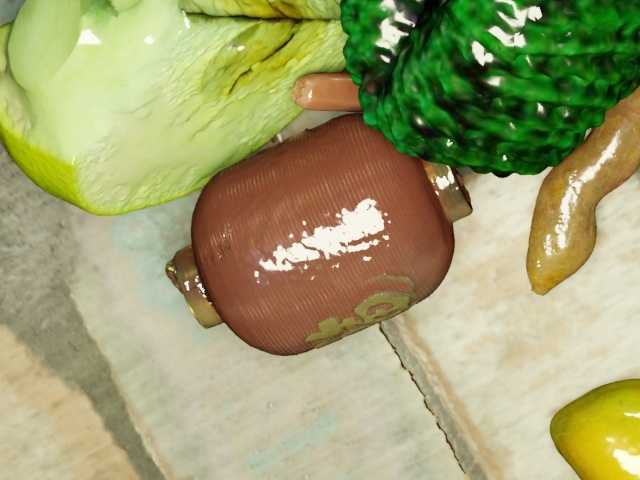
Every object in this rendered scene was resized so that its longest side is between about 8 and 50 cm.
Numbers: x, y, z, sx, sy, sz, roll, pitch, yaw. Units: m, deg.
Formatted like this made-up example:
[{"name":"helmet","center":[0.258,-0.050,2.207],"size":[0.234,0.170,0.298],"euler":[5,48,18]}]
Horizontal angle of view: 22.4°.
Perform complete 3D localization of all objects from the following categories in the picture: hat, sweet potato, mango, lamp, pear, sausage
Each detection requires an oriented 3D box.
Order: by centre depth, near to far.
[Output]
[{"name":"hat","center":[0.204,-0.176,1.232],"size":[0.332,0.274,0.242],"euler":[1,68,-31]},{"name":"pear","center":[-0.139,-0.152,1.307],"size":[0.282,0.286,0.176],"euler":[-49,66,32]},{"name":"lamp","center":[0.000,0.000,1.327],"size":[0.258,0.180,0.180],"euler":[-24,92,10]},{"name":"mango","center":[0.337,0.216,1.330],"size":[0.317,0.119,0.176],"euler":[32,101,12]},{"name":"sausage","center":[0.041,-0.121,1.333],"size":[0.147,0.030,0.035],"euler":[-3,101,-37]},{"name":"sweet potato","center":[0.226,-0.055,1.346],"size":[0.065,0.051,0.218],"euler":[29,97,7]}]
